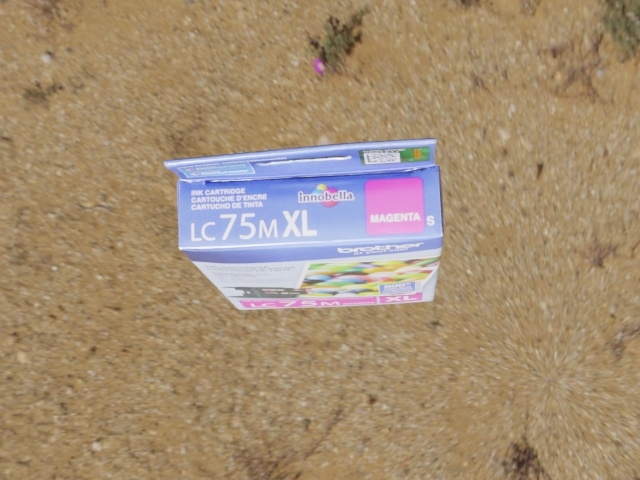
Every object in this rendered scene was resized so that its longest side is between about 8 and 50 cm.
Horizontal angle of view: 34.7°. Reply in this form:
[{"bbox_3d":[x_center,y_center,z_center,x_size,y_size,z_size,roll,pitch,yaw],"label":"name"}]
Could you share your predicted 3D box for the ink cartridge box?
[{"bbox_3d":[0.000,0.000,0.798,0.186,0.311,0.065,-3,74,4],"label":"ink cartridge box"}]
